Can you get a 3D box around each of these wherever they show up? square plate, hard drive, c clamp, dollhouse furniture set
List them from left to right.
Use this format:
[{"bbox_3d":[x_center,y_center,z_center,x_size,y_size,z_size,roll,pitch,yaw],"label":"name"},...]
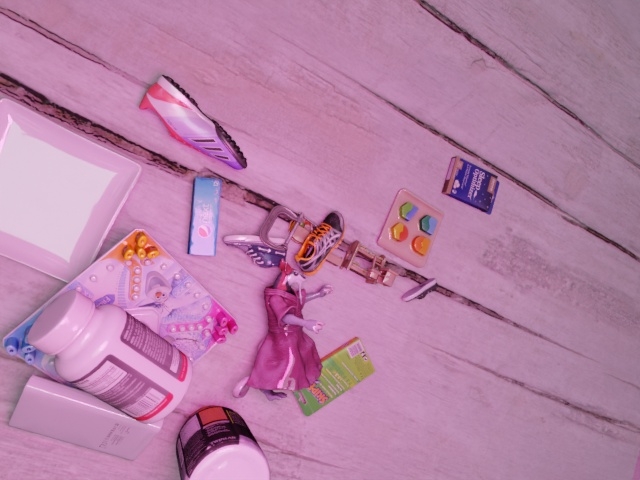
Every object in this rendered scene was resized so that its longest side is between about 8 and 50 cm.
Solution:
[{"bbox_3d":[-0.677,-0.112,1.130,0.348,0.049,0.343,27,80,-19],"label":"square plate"},{"bbox_3d":[-0.560,0.434,1.110,0.308,0.040,0.203,28,124,-19],"label":"hard drive"},{"bbox_3d":[-0.096,-0.032,1.327,0.137,0.022,0.160,40,59,-12],"label":"c clamp"},{"bbox_3d":[0.125,0.051,1.385,0.182,0.161,0.101,29,79,-20],"label":"dollhouse furniture set"}]

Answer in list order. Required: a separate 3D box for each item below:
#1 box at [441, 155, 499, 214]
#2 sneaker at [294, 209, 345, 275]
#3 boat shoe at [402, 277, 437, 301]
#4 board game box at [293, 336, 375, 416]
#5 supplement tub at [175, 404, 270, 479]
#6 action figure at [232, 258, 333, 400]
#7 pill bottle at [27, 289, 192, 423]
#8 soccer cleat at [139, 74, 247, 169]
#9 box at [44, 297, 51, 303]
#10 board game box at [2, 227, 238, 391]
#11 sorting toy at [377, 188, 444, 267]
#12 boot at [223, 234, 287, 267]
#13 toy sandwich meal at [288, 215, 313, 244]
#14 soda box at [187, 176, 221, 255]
[{"bbox_3d":[0.539,-0.189,1.620,0.226,0.036,0.136,20,82,-21],"label":"box"},{"bbox_3d":[0.000,0.000,1.364,0.214,0.084,0.083,-61,142,-12],"label":"sneaker"},{"bbox_3d":[0.333,0.172,1.528,0.142,0.049,0.040,-27,100,-22],"label":"boat shoe"},{"bbox_3d":[0.036,0.415,1.414,0.260,0.039,0.124,-28,99,-22],"label":"board game box"},{"bbox_3d":[-0.253,0.535,1.148,0.194,0.316,0.193,0,90,-21],"label":"supplement tub"},{"bbox_3d":[-0.102,0.236,1.306,0.276,0.248,0.369,-7,90,12],"label":"action figure"},{"bbox_3d":[-0.447,0.250,1.001,0.176,0.176,0.318,-49,125,-15],"label":"pill bottle"},{"bbox_3d":[-0.336,-0.292,1.250,0.116,0.108,0.318,-44,107,5],"label":"soccer cleat"},{"bbox_3d":[-0.563,0.169,1.150,0.171,0.091,0.130,-26,99,-20],"label":"box"},{"bbox_3d":[-0.454,0.230,1.127,0.390,0.050,0.390,-43,123,-10],"label":"board game box"},{"bbox_3d":[0.304,-0.039,1.523,0.193,0.038,0.208,29,80,-19],"label":"sorting toy"},{"bbox_3d":[-0.182,0.033,1.312,0.190,0.069,0.085,5,82,-22],"label":"boot"},{"bbox_3d":[-0.058,-0.033,1.384,0.086,0.029,0.085,0,89,-22],"label":"toy sandwich meal"},{"bbox_3d":[-0.317,-0.063,1.262,0.071,0.067,0.209,5,87,-21],"label":"soda box"}]
